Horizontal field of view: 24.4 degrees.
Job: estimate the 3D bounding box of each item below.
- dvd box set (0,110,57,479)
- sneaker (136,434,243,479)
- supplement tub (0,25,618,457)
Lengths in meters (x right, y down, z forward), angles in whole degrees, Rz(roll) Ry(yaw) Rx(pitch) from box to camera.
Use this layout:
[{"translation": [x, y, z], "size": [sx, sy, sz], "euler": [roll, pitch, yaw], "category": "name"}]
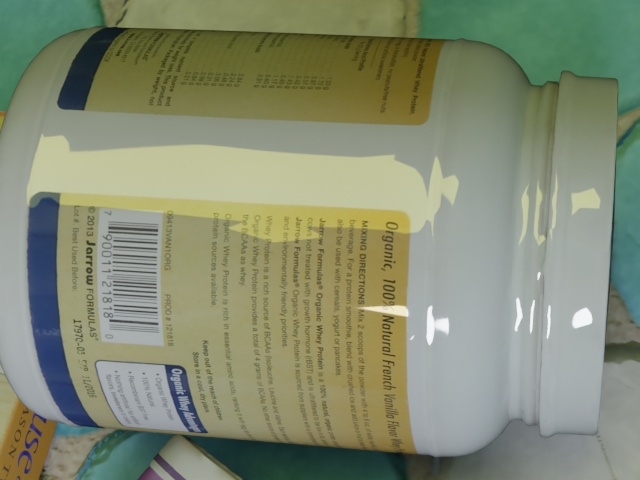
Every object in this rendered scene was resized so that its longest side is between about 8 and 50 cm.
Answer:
[{"translation": [-0.316, 0.100, 0.967], "size": [0.308, 0.062, 0.420], "euler": [4, 61, 20], "category": "dvd box set"}, {"translation": [-0.028, 0.236, 0.780], "size": [0.282, 0.102, 0.161], "euler": [28, 75, 41], "category": "sneaker"}, {"translation": [0.000, 0.000, 0.818], "size": [0.316, 0.228, 0.228], "euler": [4, 61, 10], "category": "supplement tub"}]
